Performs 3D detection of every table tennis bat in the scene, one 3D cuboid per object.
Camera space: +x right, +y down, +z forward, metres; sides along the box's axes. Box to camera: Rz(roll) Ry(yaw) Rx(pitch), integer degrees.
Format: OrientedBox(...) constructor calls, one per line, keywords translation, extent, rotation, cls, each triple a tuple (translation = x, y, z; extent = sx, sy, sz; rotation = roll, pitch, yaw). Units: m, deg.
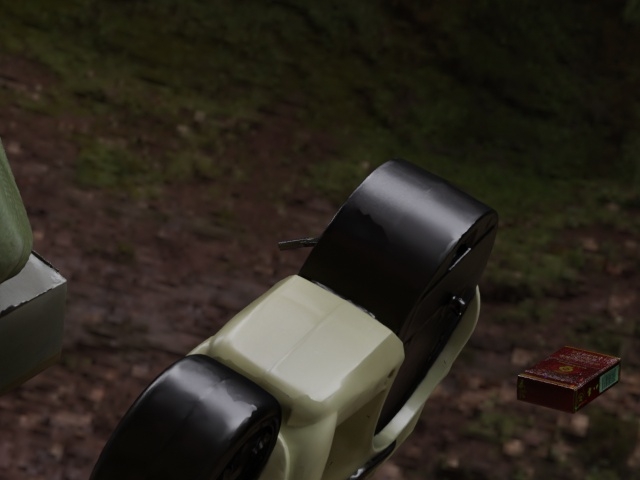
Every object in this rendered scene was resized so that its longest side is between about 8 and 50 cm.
OrientedBox(translation=(0.000, 0.000, 1.269), extent=(0.083, 0.007, 0.050), rotation=(-9, 7, 35), cls="table tennis bat")

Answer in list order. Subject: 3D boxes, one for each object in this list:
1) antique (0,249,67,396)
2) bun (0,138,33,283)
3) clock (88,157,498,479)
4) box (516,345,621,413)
OrientedBox(translation=(-0.366, 0.084, 1.566), extent=(0.147, 0.152, 0.148), rotation=(36, -44, 24), cls="antique")
OrientedBox(translation=(-0.377, -0.071, 1.363), extent=(0.179, 0.283, 0.283), rotation=(-19, -11, -6), cls="bun")
OrientedBox(translation=(-0.018, 0.113, 0.874), extent=(0.120, 0.379, 0.276), rotation=(31, -51, 17), cls="clock")
OrientedBox(translation=(0.199, 0.110, 1.210), extent=(0.052, 0.023, 0.082), rotation=(10, 21, 35), cls="box")
